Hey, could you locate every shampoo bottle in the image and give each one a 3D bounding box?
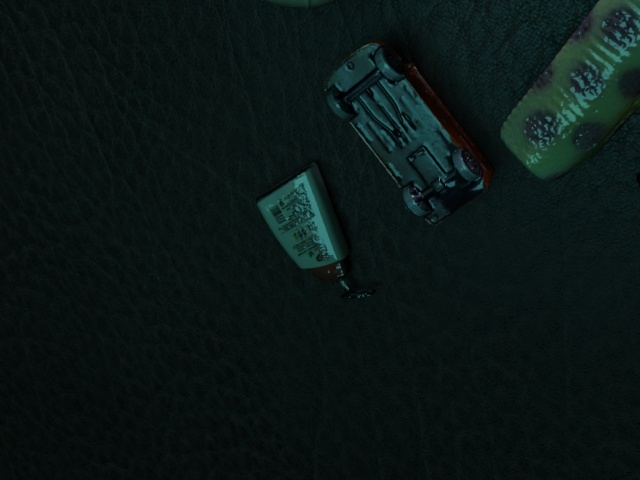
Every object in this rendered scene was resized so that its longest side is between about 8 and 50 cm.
[{"bbox_3d":[0.000,0.000,1.967,0.153,0.071,0.284,-27,101,29],"label":"shampoo bottle"}]

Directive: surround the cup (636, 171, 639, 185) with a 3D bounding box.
[{"bbox_3d":[0.650,-0.122,1.555,0.279,0.196,0.196,-42,91,25],"label":"cup"}]

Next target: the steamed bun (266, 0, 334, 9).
[{"bbox_3d":[-0.041,-0.560,1.582,0.333,0.334,0.374,-5,110,26],"label":"steamed bun"}]

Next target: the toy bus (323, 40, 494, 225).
[{"bbox_3d":[0.159,-0.200,1.757,0.143,0.153,0.329,-37,95,31],"label":"toy bus"}]

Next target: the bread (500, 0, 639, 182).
[{"bbox_3d":[0.444,-0.258,1.581,0.155,0.187,0.338,42,122,9],"label":"bread"}]
